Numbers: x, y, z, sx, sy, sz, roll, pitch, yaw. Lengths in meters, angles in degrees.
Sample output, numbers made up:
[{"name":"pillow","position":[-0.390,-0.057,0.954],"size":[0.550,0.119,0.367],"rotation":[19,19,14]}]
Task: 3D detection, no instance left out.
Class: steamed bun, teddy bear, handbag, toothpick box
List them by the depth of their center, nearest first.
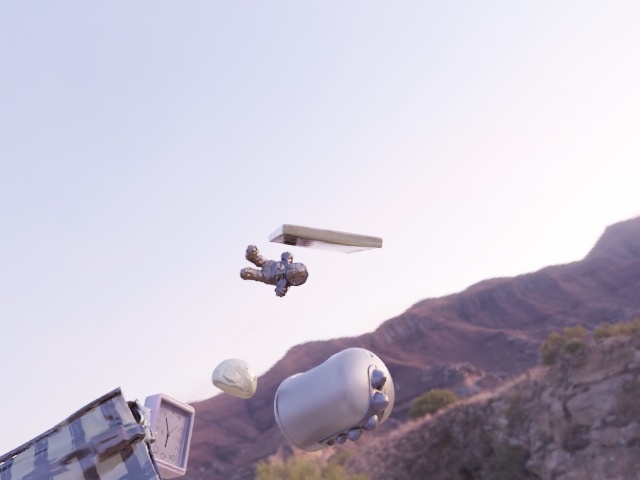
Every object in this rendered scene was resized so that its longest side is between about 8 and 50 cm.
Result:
[{"name":"handbag","position":[-0.386,0.448,0.974],"size":[0.327,0.325,0.162],"rotation":[-36,-34,-4]},{"name":"teddy bear","position":[-0.108,0.078,1.449],"size":[0.160,0.119,0.078],"rotation":[12,-28,2]},{"name":"toothpick box","position":[0.052,0.411,1.562],"size":[0.316,0.229,0.229],"rotation":[-34,-20,36]},{"name":"steamed bun","position":[-0.236,0.380,1.699],"size":[0.129,0.091,0.112],"rotation":[19,-31,-1]}]

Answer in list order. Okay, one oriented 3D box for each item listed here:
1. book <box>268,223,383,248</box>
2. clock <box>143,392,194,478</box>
[{"name":"book","position":[0.000,0.000,1.050],"size":[0.162,0.022,0.232],"rotation":[7,-4,-10]},{"name":"clock","position":[-0.430,0.541,1.692],"size":[0.063,0.197,0.150],"rotation":[-21,-44,27]}]
